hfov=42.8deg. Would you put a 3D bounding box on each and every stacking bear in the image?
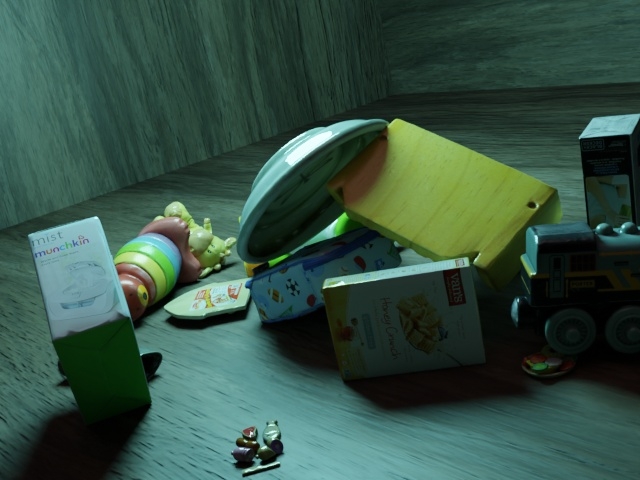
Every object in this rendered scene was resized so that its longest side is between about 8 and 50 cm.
[{"bbox_3d":[-0.417,0.089,1.888,0.164,0.175,0.289,-4,26,19],"label":"stacking bear"}]

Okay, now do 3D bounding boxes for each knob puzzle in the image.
[{"bbox_3d":[-0.247,0.140,1.798,0.213,0.030,0.213,-11,18,3],"label":"knob puzzle"}]

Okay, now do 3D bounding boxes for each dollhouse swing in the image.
[{"bbox_3d":[0.239,-0.013,1.549,0.346,0.305,0.315,29,59,29],"label":"dollhouse swing"}]

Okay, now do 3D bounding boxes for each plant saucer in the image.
[{"bbox_3d":[-0.028,-0.118,1.638,0.400,0.100,0.400,-38,-15,-12],"label":"plant saucer"}]

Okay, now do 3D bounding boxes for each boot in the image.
[{"bbox_3d":[-0.387,0.213,1.587,0.208,0.076,0.190,-7,30,38],"label":"boot"}]

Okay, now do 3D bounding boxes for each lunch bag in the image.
[{"bbox_3d":[0.003,0.060,1.646,0.243,0.115,0.303,-30,8,-40],"label":"lunch bag"}]

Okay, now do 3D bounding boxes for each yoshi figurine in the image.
[{"bbox_3d":[-0.003,-0.014,1.887,0.362,0.204,0.203,-9,33,3],"label":"yoshi figurine"}]

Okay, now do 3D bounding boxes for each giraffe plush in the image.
[{"bbox_3d":[-0.317,0.017,2.083,0.210,0.181,0.170,19,2,-44],"label":"giraffe plush"}]

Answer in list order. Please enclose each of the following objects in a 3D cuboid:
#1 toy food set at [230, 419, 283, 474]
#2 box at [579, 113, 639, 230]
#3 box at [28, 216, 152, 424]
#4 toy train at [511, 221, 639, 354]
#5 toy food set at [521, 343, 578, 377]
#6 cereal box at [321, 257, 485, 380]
[{"bbox_3d":[-0.095,0.298,1.201,0.077,0.019,0.122,-14,17,-6],"label":"toy food set"},{"bbox_3d":[0.537,-0.068,1.479,0.087,0.290,0.169,-1,18,28],"label":"box"},{"bbox_3d":[-0.383,0.135,1.378,0.126,0.262,0.231,-17,52,-16],"label":"box"},{"bbox_3d":[0.459,0.064,1.242,0.333,0.190,0.142,-3,18,7],"label":"toy train"},{"bbox_3d":[0.351,0.185,1.251,0.083,0.020,0.082,-15,17,-9],"label":"toy food set"},{"bbox_3d":[0.136,0.130,1.321,0.240,0.173,0.047,-10,17,11],"label":"cereal box"}]
